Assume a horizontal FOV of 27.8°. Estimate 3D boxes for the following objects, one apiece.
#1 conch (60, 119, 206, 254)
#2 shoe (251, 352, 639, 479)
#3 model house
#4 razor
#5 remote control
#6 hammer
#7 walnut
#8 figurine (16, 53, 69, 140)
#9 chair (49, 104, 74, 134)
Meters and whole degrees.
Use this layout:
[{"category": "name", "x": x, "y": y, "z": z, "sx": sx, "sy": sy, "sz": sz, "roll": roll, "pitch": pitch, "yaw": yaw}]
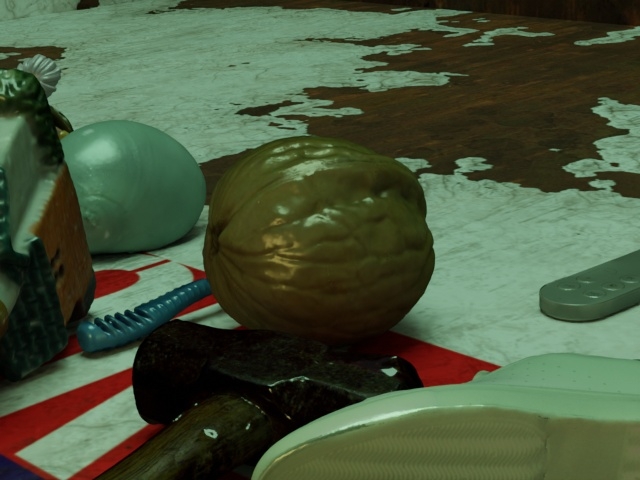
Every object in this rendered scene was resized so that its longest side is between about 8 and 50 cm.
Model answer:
[{"category": "conch", "x": -0.238, "y": -0.066, "z": 1.571, "sx": 0.221, "sy": 0.185, "sz": 0.121, "roll": -37, "pitch": -3, "yaw": -33}, {"category": "shoe", "x": 0.123, "y": 0.139, "z": 0.911, "sx": 0.363, "sy": 0.132, "sz": 0.160, "roll": -1, "pitch": 18, "yaw": -11}, {"category": "model house", "x": -0.338, "y": 0.017, "z": 1.189, "sx": 0.190, "sy": 0.271, "sz": 0.301, "roll": -7, "pitch": 29, "yaw": 3}, {"category": "razor", "x": -0.136, "y": 0.064, "z": 1.318, "sx": 0.253, "sy": 0.042, "sz": 0.082, "roll": -18, "pitch": 24, "yaw": -39}, {"category": "remote control", "x": 0.324, "y": 0.041, "z": 1.360, "sx": 0.245, "sy": 0.022, "sz": 0.077, "roll": -17, "pitch": 24, "yaw": -37}, {"category": "hammer", "x": -0.125, "y": 0.171, "z": 0.909, "sx": 0.242, "sy": 0.095, "sz": 0.409, "roll": 11, "pitch": 24, "yaw": 35}, {"category": "walnut", "x": 0.000, "y": 0.000, "z": 1.248, "sx": 0.228, "sy": 0.228, "sz": 0.228, "roll": -2, "pitch": 18, "yaw": 1}, {"category": "figurine", "x": -0.423, "y": -0.163, "z": 1.644, "sx": 0.240, "sy": 0.175, "sz": 0.115, "roll": 26, "pitch": -16, "yaw": -24}, {"category": "chair", "x": -0.451, "y": -0.142, "z": 1.814, "sx": 0.172, "sy": 0.159, "sz": 0.247, "roll": -7, "pitch": 17, "yaw": -22}]
